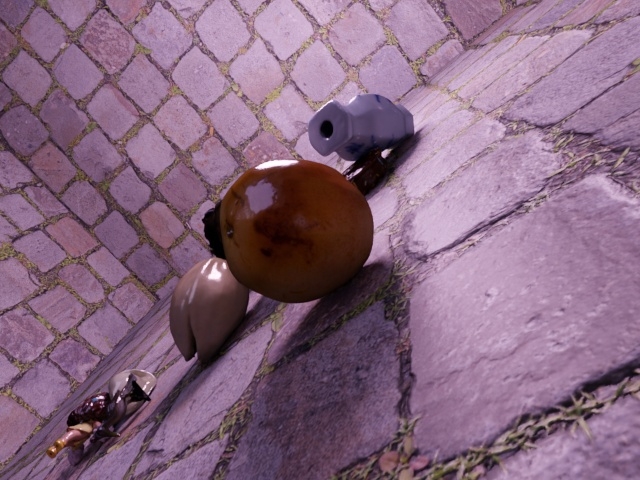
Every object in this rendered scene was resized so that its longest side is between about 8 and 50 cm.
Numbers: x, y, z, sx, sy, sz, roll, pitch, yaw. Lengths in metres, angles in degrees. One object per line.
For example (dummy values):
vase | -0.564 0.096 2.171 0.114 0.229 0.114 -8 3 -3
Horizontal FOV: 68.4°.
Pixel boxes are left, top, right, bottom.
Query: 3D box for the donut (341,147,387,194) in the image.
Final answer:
donut | 0.125 -0.207 1.571 0.235 0.089 0.235 -39 12 10

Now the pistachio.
pistachio | -0.304 0.183 1.279 0.332 0.207 0.226 -88 2 -55

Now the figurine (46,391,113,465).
figurine | -0.665 0.528 1.339 0.174 0.116 0.240 -38 12 15

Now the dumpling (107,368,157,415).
dumpling | -0.557 0.434 1.404 0.134 0.100 0.169 -20 7 -22

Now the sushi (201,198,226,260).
sushi | -0.267 -0.033 1.718 0.281 0.300 0.294 -21 4 -28

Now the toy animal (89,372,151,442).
toy animal | -0.547 0.457 1.279 0.105 0.070 0.202 3 46 32

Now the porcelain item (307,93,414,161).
porcelain item | 0.156 -0.394 1.668 0.405 0.179 0.242 -14 -12 -45

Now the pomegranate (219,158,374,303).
pomegranate | -0.038 -0.018 0.943 0.319 0.319 0.319 -39 12 10
